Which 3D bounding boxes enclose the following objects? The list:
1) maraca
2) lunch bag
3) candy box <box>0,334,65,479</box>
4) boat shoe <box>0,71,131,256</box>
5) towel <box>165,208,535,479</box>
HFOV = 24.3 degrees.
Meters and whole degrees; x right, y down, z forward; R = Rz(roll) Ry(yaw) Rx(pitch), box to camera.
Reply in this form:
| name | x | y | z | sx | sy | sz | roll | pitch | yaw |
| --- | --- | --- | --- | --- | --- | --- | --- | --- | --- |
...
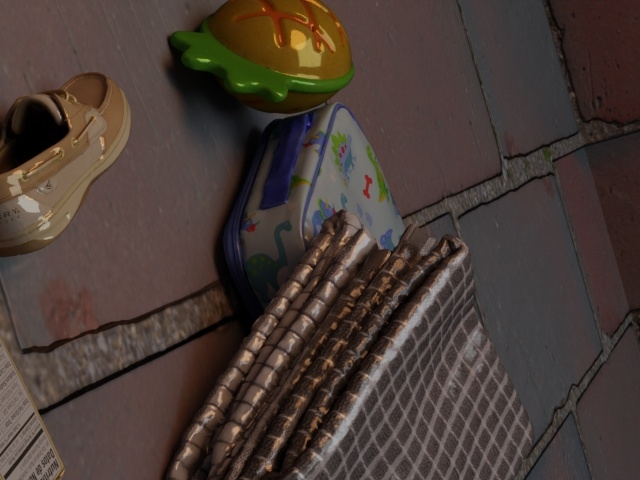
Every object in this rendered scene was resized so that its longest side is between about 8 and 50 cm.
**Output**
| name | x | y | z | sx | sy | sz | roll | pitch | yaw |
| --- | --- | --- | --- | --- | --- | --- | --- | --- | --- |
| maraca | -0.043 | -0.150 | 1.196 | 0.185 | 0.127 | 0.099 | -31 | 145 | -59 |
| lunch bag | 0.000 | 0.000 | 1.221 | 0.219 | 0.090 | 0.176 | -76 | 145 | -51 |
| candy box | -0.201 | 0.045 | 0.644 | 0.053 | 0.109 | 0.187 | -58 | 130 | -63 |
| boat shoe | -0.160 | -0.061 | 0.888 | 0.170 | 0.063 | 0.059 | -75 | 150 | -52 |
| towel | 0.041 | 0.151 | 1.062 | 0.284 | 0.121 | 0.235 | -55 | 130 | -33 |
